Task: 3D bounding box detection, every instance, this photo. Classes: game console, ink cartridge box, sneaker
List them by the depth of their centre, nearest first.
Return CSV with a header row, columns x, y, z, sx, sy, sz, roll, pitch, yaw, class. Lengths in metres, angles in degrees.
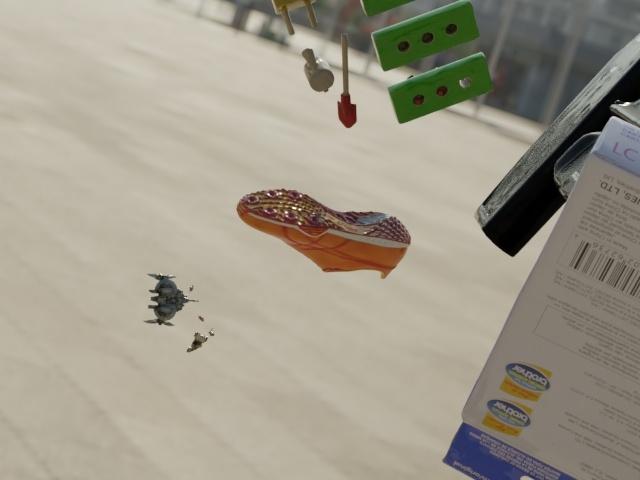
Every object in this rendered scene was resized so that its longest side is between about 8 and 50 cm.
x,y,z,sx,sy,sz,roll,pitch,yaw,class
0.220,0.081,1.325,0.185,0.311,0.065,26,37,6,ink cartridge box
0.212,-0.064,1.480,0.044,0.213,0.361,42,8,-5,game console
0.000,0.000,1.752,0.175,0.067,0.064,17,31,-23,sneaker

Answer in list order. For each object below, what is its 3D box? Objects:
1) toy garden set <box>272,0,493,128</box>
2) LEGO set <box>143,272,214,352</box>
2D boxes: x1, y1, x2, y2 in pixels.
x,y,z,sx,sy,sz,roll,pitch,yaw,class
0.051,-0.231,1.963,0.203,0.244,0.049,-20,35,-2,toy garden set
-0.130,0.063,1.730,0.083,0.054,0.023,35,-2,-1,LEGO set
